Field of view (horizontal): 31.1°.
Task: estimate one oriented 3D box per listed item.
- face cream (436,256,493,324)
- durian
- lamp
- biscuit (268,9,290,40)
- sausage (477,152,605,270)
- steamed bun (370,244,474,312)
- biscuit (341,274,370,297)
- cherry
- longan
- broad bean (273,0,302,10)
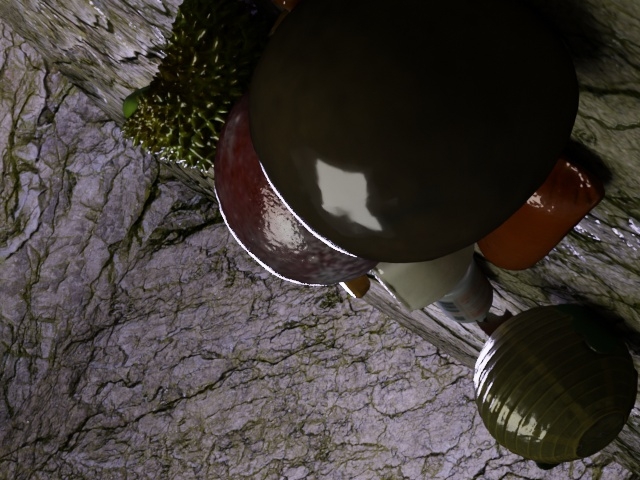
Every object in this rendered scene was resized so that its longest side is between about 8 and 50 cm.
[{"bbox_3d":[0.250,0.092,2.013,0.101,0.101,0.251,33,173,30],"label":"face cream"},{"bbox_3d":[-0.133,-0.196,1.449,0.176,0.237,0.200,30,170,-11],"label":"durian"},{"bbox_3d":[0.339,0.205,1.755,0.284,0.250,0.250,48,-178,39],"label":"lamp"},{"bbox_3d":[0.052,-0.181,1.323,0.287,0.057,0.344,34,173,19],"label":"biscuit"},{"bbox_3d":[0.234,-0.029,1.288,0.097,0.094,0.348,32,172,5],"label":"sausage"},{"bbox_3d":[0.104,-0.037,1.575,0.146,0.164,0.241,45,-176,-46],"label":"steamed bun"},{"bbox_3d":[0.000,0.000,1.669,0.204,0.040,0.309,49,178,3],"label":"biscuit"},{"bbox_3d":[-0.014,-0.063,1.316,0.236,0.213,0.285,24,159,18],"label":"cherry"},{"bbox_3d":[0.071,-0.106,0.935,0.258,0.258,0.258,36,173,5],"label":"longan"},{"bbox_3d":[-0.018,-0.251,0.957,0.084,0.114,0.165,-1,177,1],"label":"broad bean"}]
